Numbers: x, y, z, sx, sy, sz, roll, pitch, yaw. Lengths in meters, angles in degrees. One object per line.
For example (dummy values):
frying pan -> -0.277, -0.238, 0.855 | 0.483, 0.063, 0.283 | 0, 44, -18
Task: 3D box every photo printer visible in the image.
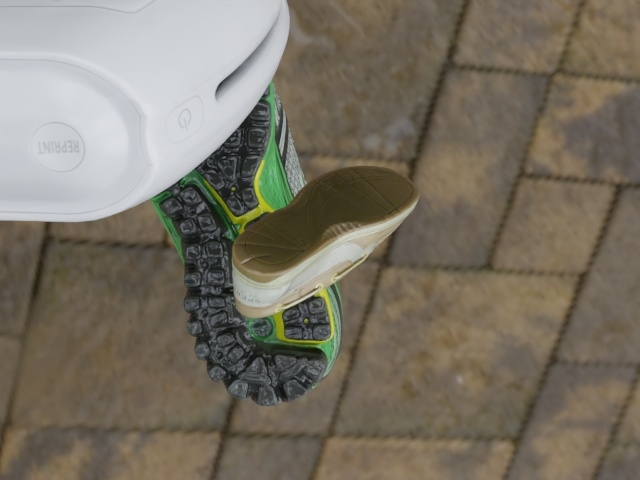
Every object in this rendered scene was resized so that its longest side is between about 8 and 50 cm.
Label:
photo printer -> -0.175, -0.102, 0.964 | 0.307, 0.256, 0.107 | 2, 118, 15

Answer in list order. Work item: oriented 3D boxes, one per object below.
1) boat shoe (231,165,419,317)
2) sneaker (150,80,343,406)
boat shoe -> 0.000, 0.000, 0.982 | 0.135, 0.050, 0.045 | -27, 145, -38
sneaker -> -0.073, -0.043, 1.380 | 0.134, 0.146, 0.344 | -16, 87, 10
